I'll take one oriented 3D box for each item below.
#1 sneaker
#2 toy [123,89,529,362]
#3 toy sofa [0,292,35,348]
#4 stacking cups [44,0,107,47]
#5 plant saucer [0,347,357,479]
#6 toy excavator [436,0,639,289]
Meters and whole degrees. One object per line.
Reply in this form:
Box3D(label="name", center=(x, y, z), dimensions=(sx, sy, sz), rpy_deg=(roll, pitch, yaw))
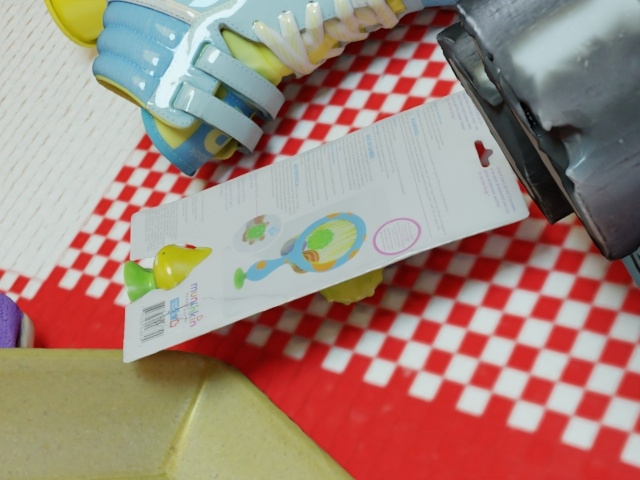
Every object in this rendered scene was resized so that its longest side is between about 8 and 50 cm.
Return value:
Box3D(label="sneaker", center=(-0.012, -0.137, 0.759), dimensions=(0.319, 0.127, 0.208), rpy_deg=(7, 78, 22))
Box3D(label="toy", center=(0.000, 0.000, 0.663), dimensions=(0.237, 0.056, 0.137), rpy_deg=(-18, 39, 8))
Box3D(label="toy sofa", center=(-0.254, 0.153, 0.612), dimensions=(0.177, 0.150, 0.362), rpy_deg=(-25, 49, 4))
Box3D(label="stacking cups", center=(-0.072, -0.241, 0.886), dimensions=(0.316, 0.096, 0.096), rpy_deg=(-13, 49, 23))
Box3D(label="plant saucer", center=(-0.103, 0.156, 0.472), dimensions=(0.333, 0.332, 0.081), rpy_deg=(35, 112, 45))
Box3D(label="toy excavator", center=(0.251, 0.051, 0.369), dimensions=(0.222, 0.445, 0.433), rpy_deg=(-32, 3, 8))
